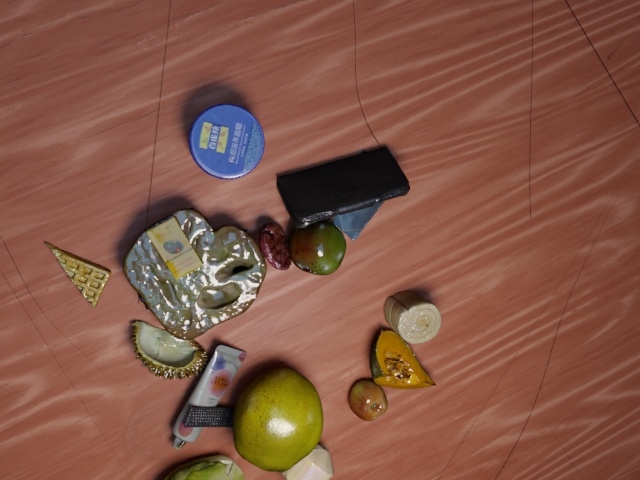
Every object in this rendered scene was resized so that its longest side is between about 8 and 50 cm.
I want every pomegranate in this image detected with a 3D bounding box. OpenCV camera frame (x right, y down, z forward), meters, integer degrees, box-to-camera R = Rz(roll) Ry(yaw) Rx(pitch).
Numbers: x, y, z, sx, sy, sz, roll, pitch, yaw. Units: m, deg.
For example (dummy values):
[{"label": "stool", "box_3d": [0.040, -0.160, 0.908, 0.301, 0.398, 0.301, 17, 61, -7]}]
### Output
[{"label": "pomegranate", "box_3d": [0.000, 0.000, 1.598, 0.180, 0.180, 0.209, 31, 63, -17]}]

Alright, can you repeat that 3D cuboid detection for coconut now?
[{"label": "coconut", "box_3d": [-0.034, 0.712, 1.703, 0.147, 0.147, 0.152, 44, 84, -17]}]

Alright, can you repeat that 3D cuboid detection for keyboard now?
[{"label": "keyboard", "box_3d": [-0.315, 0.528, 1.615, 0.202, 0.011, 0.067, 21, 90, -46]}]

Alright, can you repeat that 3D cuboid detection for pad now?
[{"label": "pad", "box_3d": [0.119, -0.140, 1.685, 0.164, 0.004, 0.243, 38, 87, -17]}]

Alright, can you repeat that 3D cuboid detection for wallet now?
[{"label": "wallet", "box_3d": [0.073, -0.163, 1.591, 0.378, 0.197, 0.051, -19, 147, -11]}]

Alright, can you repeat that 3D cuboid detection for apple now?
[{"label": "apple", "box_3d": [0.152, 0.516, 1.743, 0.126, 0.102, 0.126, -2, 98, -15]}]

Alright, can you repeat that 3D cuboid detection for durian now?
[{"label": "durian", "box_3d": [-0.440, 0.329, 1.557, 0.252, 0.144, 0.139, 19, 71, -12]}]

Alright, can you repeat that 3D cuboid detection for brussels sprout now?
[{"label": "brussels sprout", "box_3d": [-0.358, 0.757, 1.596, 0.271, 0.210, 0.219, -37, 111, -23]}]

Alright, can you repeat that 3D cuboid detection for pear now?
[{"label": "pear", "box_3d": [-0.121, 0.521, 1.588, 0.294, 0.294, 0.294, -2, 99, -15]}]

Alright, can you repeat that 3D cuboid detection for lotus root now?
[{"label": "lotus root", "box_3d": [-0.358, 0.097, 1.542, 0.391, 0.111, 0.374, 10, 99, -16]}]

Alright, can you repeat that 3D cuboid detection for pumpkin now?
[{"label": "pumpkin", "box_3d": [0.241, 0.391, 1.763, 0.279, 0.111, 0.163, 22, 51, -36]}]

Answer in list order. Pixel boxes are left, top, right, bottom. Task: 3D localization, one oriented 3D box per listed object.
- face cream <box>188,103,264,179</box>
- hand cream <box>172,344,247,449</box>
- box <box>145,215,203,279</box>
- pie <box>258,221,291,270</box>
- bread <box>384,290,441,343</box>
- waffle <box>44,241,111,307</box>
[{"label": "face cream", "box_3d": [-0.262, -0.273, 1.505, 0.206, 0.111, 0.205, -2, 99, -14]}, {"label": "hand cream", "box_3d": [-0.342, 0.472, 1.612, 0.124, 0.078, 0.340, 32, 89, -46]}, {"label": "box", "box_3d": [-0.392, 0.021, 1.457, 0.087, 0.023, 0.155, -29, 104, -1]}, {"label": "pie", "box_3d": [-0.131, 0.020, 1.580, 0.038, 0.153, 0.153, -16, 105, 22]}, {"label": "bread", "box_3d": [0.291, 0.243, 1.721, 0.148, 0.141, 0.133, -6, 104, -13]}, {"label": "waffle", "box_3d": [-0.691, 0.098, 1.490, 0.191, 0.032, 0.125, 24, 94, -15]}]
